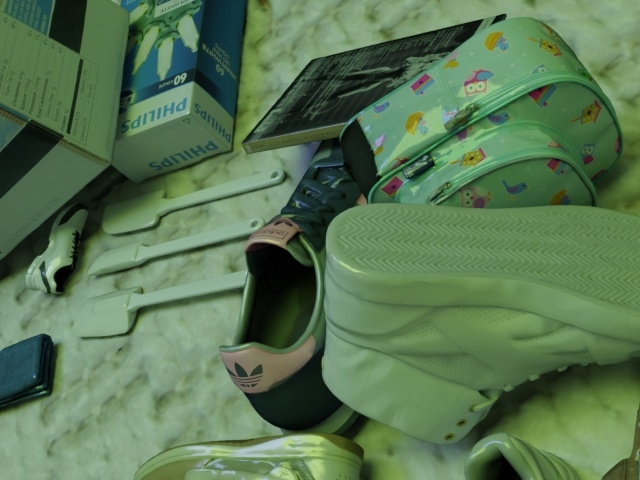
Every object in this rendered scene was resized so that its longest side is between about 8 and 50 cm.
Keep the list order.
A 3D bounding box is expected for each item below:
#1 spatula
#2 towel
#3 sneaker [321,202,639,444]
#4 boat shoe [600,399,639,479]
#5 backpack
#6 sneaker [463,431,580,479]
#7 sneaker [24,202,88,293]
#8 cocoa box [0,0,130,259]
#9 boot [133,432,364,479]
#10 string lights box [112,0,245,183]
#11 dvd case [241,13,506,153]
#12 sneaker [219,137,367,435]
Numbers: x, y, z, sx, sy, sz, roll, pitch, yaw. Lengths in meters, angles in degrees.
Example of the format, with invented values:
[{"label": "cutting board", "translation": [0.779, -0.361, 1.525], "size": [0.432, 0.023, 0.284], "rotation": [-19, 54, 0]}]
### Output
[{"label": "spatula", "translation": [-0.145, 0.010, 1.073], "size": [0.242, 0.019, 0.168], "rotation": [-12, 49, 30]}, {"label": "towel", "translation": [-0.327, 0.142, 1.107], "size": [0.119, 0.029, 0.067], "rotation": [-22, 50, 25]}, {"label": "sneaker", "translation": [0.144, 0.067, 0.757], "size": [0.292, 0.169, 0.108], "rotation": [7, 41, 1]}, {"label": "boat shoe", "translation": [0.213, 0.167, 0.669], "size": [0.066, 0.066, 0.183], "rotation": [-2, 50, 41]}, {"label": "backpack", "translation": [0.133, -0.066, 0.809], "size": [0.188, 0.166, 0.144], "rotation": [-40, 46, 11]}, {"label": "sneaker", "translation": [0.112, 0.227, 0.659], "size": [0.090, 0.115, 0.232], "rotation": [-18, 52, 26]}, {"label": "sneaker", "translation": [-0.277, 0.011, 1.159], "size": [0.043, 0.040, 0.109], "rotation": [17, 75, 25]}, {"label": "cocoa box", "translation": [-0.404, -0.133, 1.154], "size": [0.347, 0.228, 0.232], "rotation": [-33, 44, 36]}, {"label": "boot", "translation": [-0.067, 0.241, 0.815], "size": [0.213, 0.077, 0.165], "rotation": [-14, 56, 29]}, {"label": "string lights box", "translation": [-0.161, -0.202, 1.184], "size": [0.133, 0.077, 0.260], "rotation": [-17, 53, 27]}, {"label": "dvd case", "translation": [0.052, -0.144, 0.984], "size": [0.221, 0.018, 0.164], "rotation": [-8, 32, 34]}, {"label": "sneaker", "translation": [0.000, 0.000, 0.886], "size": [0.112, 0.131, 0.319], "rotation": [-12, 50, 30]}]
